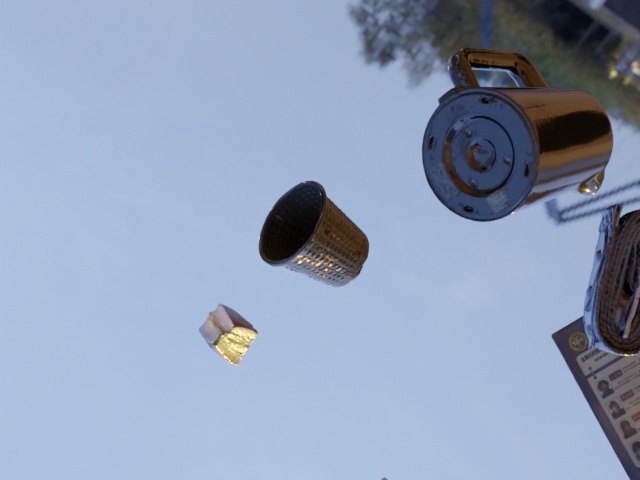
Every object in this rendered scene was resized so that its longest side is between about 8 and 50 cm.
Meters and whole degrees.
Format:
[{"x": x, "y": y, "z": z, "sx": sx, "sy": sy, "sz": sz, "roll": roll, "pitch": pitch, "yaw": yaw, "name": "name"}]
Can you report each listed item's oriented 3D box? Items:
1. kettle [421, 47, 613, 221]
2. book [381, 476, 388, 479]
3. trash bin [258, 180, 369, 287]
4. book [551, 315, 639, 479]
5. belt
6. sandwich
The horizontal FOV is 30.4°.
[{"x": 0.307, "y": -0.168, "z": 1.905, "sx": 0.262, "sy": 0.203, "sz": 0.308, "roll": 37, "pitch": -151, "yaw": 26, "name": "kettle"}, {"x": 0.058, "y": 0.522, "z": 1.719, "sx": 0.021, "sy": 0.310, "sz": 0.217, "roll": 20, "pitch": 158, "yaw": 41, "name": "book"}, {"x": 0.000, "y": 0.000, "z": 2.177, "sx": 0.161, "sy": 0.175, "sz": 0.175, "roll": 32, "pitch": -165, "yaw": -34, "name": "trash bin"}, {"x": 0.702, "y": 0.307, "z": 2.443, "sx": 0.039, "sy": 0.300, "sz": 0.428, "roll": 16, "pitch": -136, "yaw": -59, "name": "book"}, {"x": 0.454, "y": 0.061, "z": 1.726, "sx": 0.122, "sy": 0.218, "sz": 0.128, "roll": 13, "pitch": 176, "yaw": 3, "name": "belt"}, {"x": -0.192, "y": 0.200, "z": 2.494, "sx": 0.088, "sy": 0.090, "sz": 0.244, "roll": 37, "pitch": 178, "yaw": -13, "name": "sandwich"}]
